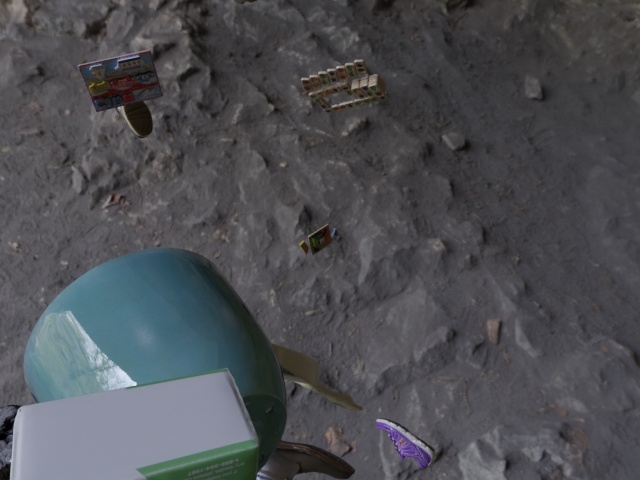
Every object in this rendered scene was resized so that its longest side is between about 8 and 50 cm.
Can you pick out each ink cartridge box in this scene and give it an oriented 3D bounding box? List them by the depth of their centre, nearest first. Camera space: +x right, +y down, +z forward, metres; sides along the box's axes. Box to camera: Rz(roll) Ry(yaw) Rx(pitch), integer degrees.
[{"bbox_3d":[-0.137,0.222,0.393,0.155,0.212,0.093,-5,29,-26],"label":"ink cartridge box"}]

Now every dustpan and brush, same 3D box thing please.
[{"bbox_3d":[-0.026,0.230,0.853,0.211,0.147,0.060,13,67,11],"label":"dustpan and brush"}]

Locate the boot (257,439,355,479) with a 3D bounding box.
[{"bbox_3d":[-0.052,0.428,0.942,0.219,0.082,0.106,16,73,14],"label":"boot"}]

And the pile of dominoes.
[{"bbox_3d":[0.070,-0.447,1.535,0.196,0.251,0.040,29,63,-49],"label":"pile of dominoes"}]

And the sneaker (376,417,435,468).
[{"bbox_3d":[0.209,0.520,1.305,0.170,0.068,0.071,30,82,29],"label":"sneaker"}]

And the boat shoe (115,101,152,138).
[{"bbox_3d":[-0.394,-0.272,1.048,0.056,0.049,0.152,-19,76,-39],"label":"boat shoe"}]

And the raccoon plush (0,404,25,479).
[{"bbox_3d":[-0.893,0.636,1.367,0.447,0.299,0.216,-15,40,-19],"label":"raccoon plush"}]

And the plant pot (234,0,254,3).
[{"bbox_3d":[-0.144,-0.523,0.881,0.167,0.165,0.166,-15,53,21],"label":"plant pot"}]

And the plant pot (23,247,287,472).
[{"bbox_3d":[-0.182,0.192,0.641,0.293,0.292,0.235,-18,39,-35],"label":"plant pot"}]

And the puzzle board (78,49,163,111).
[{"bbox_3d":[-0.366,-0.294,0.939,0.128,0.096,0.011,-19,52,-15],"label":"puzzle board"}]

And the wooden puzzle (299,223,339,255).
[{"bbox_3d":[0.000,0.000,1.309,0.116,0.078,0.014,-38,49,-19],"label":"wooden puzzle"}]
